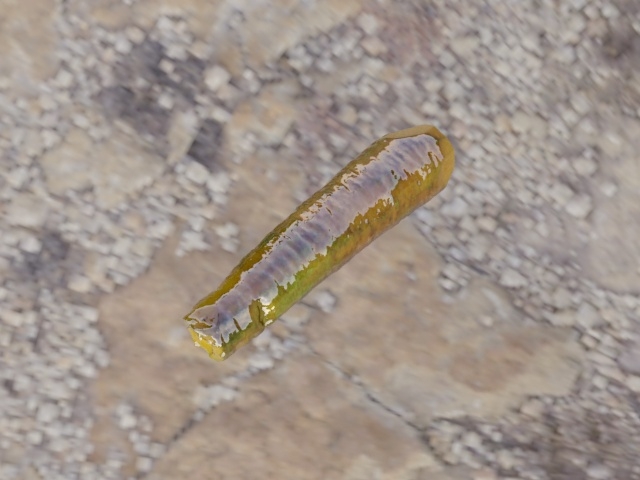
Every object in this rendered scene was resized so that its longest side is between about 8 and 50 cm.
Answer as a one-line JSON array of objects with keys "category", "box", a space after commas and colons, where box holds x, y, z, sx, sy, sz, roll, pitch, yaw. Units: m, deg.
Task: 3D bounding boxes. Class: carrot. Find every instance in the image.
[{"category": "carrot", "box": [0.000, 0.000, 0.915, 0.042, 0.042, 0.171, 37, 62, 24]}]
